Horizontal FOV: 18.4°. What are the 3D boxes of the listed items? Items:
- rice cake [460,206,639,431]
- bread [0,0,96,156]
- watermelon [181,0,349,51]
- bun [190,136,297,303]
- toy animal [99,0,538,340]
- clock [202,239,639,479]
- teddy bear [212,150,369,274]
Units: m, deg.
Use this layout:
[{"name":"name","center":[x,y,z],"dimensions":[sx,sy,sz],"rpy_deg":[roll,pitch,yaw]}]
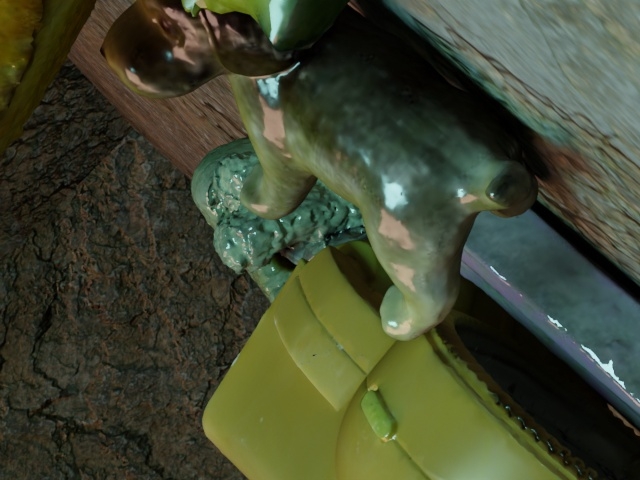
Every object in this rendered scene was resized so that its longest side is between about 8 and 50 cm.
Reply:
[{"name":"rice cake","center":[0.169,0.066,1.038],"dimensions":[0.298,0.050,0.106],"rpy_deg":[43,177,24]},{"name":"bread","center":[-0.150,-0.136,0.809],"dimensions":[0.146,0.268,0.268],"rpy_deg":[32,178,-7]},{"name":"watermelon","center":[-0.081,-0.170,0.497],"dimensions":[0.301,0.129,0.123],"rpy_deg":[36,176,26]},{"name":"bun","center":[0.000,0.000,1.522],"dimensions":[0.212,0.126,0.204],"rpy_deg":[52,176,-3]},{"name":"toy animal","center":[0.002,-0.064,0.946],"dimensions":[0.233,0.121,0.168],"rpy_deg":[40,164,16]},{"name":"clock","center":[0.095,0.142,1.140],"dimensions":[0.244,0.200,0.317],"rpy_deg":[30,-171,-27]},{"name":"teddy bear","center":[0.036,-0.015,1.304],"dimensions":[0.213,0.111,0.133],"rpy_deg":[21,-149,-22]}]
